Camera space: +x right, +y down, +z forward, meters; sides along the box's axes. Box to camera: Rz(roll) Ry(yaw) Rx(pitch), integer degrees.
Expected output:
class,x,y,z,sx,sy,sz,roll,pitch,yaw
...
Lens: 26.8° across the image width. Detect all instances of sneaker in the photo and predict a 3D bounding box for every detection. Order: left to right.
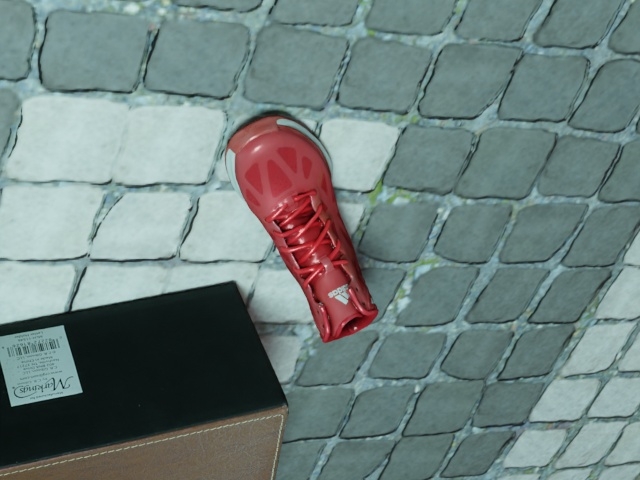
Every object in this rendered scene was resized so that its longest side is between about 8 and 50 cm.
class,x,y,z,sx,sy,sz,roll,pitch,yaw
sneaker,0.000,0.000,1.120,0.087,0.128,0.221,-32,139,2

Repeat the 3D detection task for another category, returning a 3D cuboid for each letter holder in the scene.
class,x,y,z,sx,sy,sz,roll,pitch,yaw
letter holder,-0.201,0.186,1.182,0.302,0.152,0.214,-10,137,-19
